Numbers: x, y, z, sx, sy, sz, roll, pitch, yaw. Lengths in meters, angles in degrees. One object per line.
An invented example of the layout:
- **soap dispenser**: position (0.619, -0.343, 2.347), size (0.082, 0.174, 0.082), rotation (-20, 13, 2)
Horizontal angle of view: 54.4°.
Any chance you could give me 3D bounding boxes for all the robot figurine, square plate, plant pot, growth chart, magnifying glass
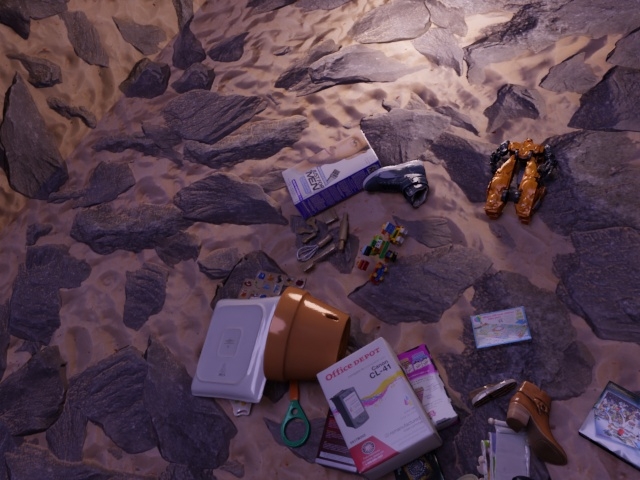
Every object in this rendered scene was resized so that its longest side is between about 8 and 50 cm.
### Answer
- **robot figurine**: position (0.636, -0.199, 2.001), size (0.211, 0.085, 0.290), rotation (12, 67, 29)
- **square plate**: position (-0.277, 0.338, 2.014), size (0.348, 0.049, 0.343), rotation (-8, 59, 43)
- **plant pot**: position (-0.029, 0.300, 1.882), size (0.204, 0.290, 0.290), rotation (11, 65, 11)
- **growth chart**: position (0.467, 0.570, 1.575), size (0.172, 0.021, 0.237), rotation (22, 65, -16)
- **magnifying glass**: position (-0.078, 0.516, 1.911), size (0.092, 0.026, 0.230), rotation (-14, 58, 16)

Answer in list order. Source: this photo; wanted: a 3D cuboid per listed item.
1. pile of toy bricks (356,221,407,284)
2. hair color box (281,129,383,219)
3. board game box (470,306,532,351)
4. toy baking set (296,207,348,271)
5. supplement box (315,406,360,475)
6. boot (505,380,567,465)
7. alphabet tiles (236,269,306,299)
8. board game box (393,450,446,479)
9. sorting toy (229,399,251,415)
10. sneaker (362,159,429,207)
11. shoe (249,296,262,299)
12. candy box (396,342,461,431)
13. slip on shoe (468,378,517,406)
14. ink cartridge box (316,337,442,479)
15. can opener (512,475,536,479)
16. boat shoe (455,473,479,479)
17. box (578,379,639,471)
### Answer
- **pile of toy bricks**: position (0.185, 0.029, 2.058), size (0.212, 0.118, 0.105), rotation (-62, 25, -8)
- **hair color box**: position (0.045, -0.240, 2.266), size (0.339, 0.110, 0.185), rotation (-27, 50, 4)
- **board game box**: position (0.522, 0.256, 1.805), size (0.154, 0.026, 0.103), rotation (-13, 56, 16)
- **toy baking set**: position (0.006, -0.002, 2.191), size (0.197, 0.030, 0.256), rotation (-14, 49, 22)
- **supplement box**: position (0.083, 0.539, 1.793), size (0.130, 0.073, 0.239), rotation (5, 63, 26)
- **boot**: position (0.578, 0.470, 1.618), size (0.197, 0.073, 0.152), rotation (45, 43, 0)
- **alphabet tiles**: position (-0.183, 0.202, 2.158), size (0.238, 0.009, 0.198), rotation (8, 64, 28)
- **board game box**: position (0.260, 0.624, 1.638), size (0.126, 0.026, 0.186), rotation (-29, 24, 7)
- **sorting toy**: position (-0.248, 0.517, 1.973), size (0.084, 0.045, 0.075), rotation (-8, 65, 19)
- **sneaker**: position (0.263, -0.179, 2.149), size (0.227, 0.086, 0.163), rotation (-17, 52, 12)
- **shoe**: position (-0.178, 0.248, 2.081), size (0.178, 0.063, 0.081), rotation (11, 62, 25)
- **candy box**: position (0.278, 0.433, 1.775), size (0.159, 0.071, 0.233), rotation (-26, 53, 7)
- **slip on shoe**: position (0.474, 0.412, 1.720), size (0.135, 0.051, 0.041), rotation (-32, 41, 10)
- **ink cartridge box**: position (0.154, 0.455, 1.690), size (0.226, 0.131, 0.306), rotation (-31, 55, 3)
- **can opener**: position (0.549, 0.636, 1.518), size (0.186, 0.073, 0.059), rotation (25, 63, 8)
- **boat shoe**: position (0.293, 0.741, 1.558), size (0.340, 0.127, 0.113), rotation (-40, 97, -13)
- **box**: position (0.789, 0.477, 1.542), size (0.233, 0.044, 0.159), rotation (30, 75, 34)
